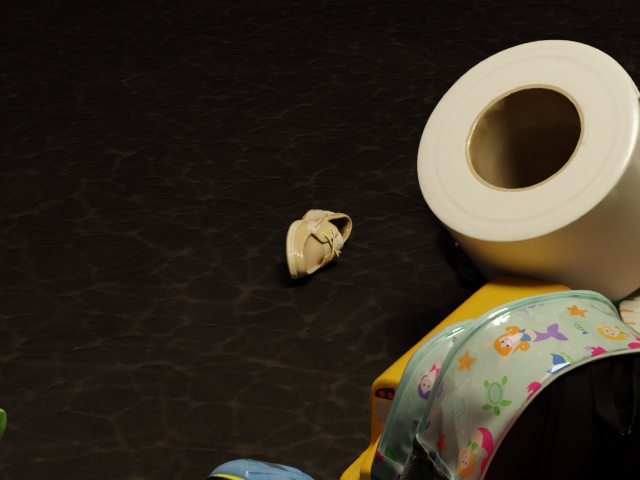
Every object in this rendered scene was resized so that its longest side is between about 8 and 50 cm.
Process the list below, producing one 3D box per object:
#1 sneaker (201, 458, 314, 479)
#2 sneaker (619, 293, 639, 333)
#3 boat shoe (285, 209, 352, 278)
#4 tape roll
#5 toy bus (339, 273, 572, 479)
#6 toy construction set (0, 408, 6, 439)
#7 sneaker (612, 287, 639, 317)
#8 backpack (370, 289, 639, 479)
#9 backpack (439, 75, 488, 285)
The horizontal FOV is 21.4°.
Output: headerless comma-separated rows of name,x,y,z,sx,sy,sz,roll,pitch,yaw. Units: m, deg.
sneaker,-0.009,0.238,1.513,0.209,0.069,0.082,14,24,35
sneaker,0.334,0.136,1.713,0.084,0.083,0.215,4,28,15
boat shoe,0.000,0.000,2.095,0.059,0.063,0.170,-3,21,15
tape roll,0.244,-0.065,1.786,0.246,0.169,0.246,-16,54,23
toy bus,0.139,0.155,1.616,0.108,0.130,0.333,10,26,29
toy construction set,-0.235,0.322,1.187,0.237,0.257,0.309,18,48,16
sneaker,0.306,0.027,1.881,0.256,0.151,0.094,1,23,9
backpack,0.171,0.159,1.376,0.225,0.253,0.191,-6,39,-33
backpack,0.249,-0.100,2.077,0.213,0.276,0.263,-4,15,-17
